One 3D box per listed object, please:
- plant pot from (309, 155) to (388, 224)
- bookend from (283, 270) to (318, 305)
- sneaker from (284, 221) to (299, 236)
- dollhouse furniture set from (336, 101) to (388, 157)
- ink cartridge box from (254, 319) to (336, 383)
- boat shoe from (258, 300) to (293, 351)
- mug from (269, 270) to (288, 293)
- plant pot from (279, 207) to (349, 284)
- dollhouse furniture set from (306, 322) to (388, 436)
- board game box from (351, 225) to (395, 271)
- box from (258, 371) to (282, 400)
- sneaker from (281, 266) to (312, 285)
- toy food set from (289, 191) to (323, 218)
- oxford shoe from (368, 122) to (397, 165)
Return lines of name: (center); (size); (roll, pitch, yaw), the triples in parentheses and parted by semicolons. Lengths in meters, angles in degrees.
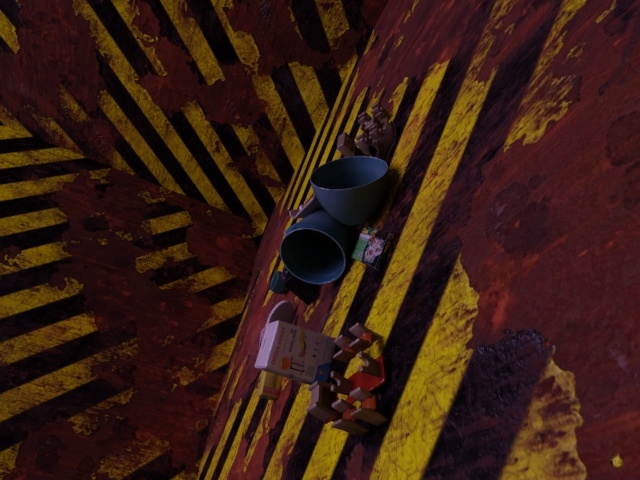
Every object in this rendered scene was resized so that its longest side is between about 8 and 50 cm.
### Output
plant pot: (0.120, -0.174, 1.630); (0.290, 0.291, 0.195); (-93, -7, -59)
bookend: (-0.084, 0.200, 1.996); (0.072, 0.157, 0.156); (-45, 9, 15)
sneaker: (-0.073, 0.038, 2.082); (0.127, 0.208, 0.319); (-26, 23, 4)
dollhouse furniture set: (0.220, -0.455, 1.940); (0.242, 0.161, 0.212); (-28, 38, 35)
ink cartridge box: (-0.091, 0.407, 1.543); (0.168, 0.233, 0.171); (142, 146, -64)
boat shoe: (-0.249, 0.451, 2.254); (0.340, 0.127, 0.158); (-67, 22, 7)
mug: (-0.235, 0.252, 2.557); (0.158, 0.098, 0.129); (-141, 72, -76)
plant pot: (0.000, 0.000, 1.790); (0.271, 0.272, 0.255); (-58, 4, 36)
dollhouse furniture set: (0.089, 0.409, 1.187); (0.259, 0.135, 0.262); (-45, 25, 32)
board game box: (0.182, 0.022, 1.524); (0.260, 0.030, 0.136); (-150, 80, -75)
box: (-0.226, 0.625, 2.016); (0.058, 0.087, 0.232); (-53, 20, 45)
sneaker: (-0.097, 0.201, 2.155); (0.267, 0.106, 0.101); (36, 100, 54)
toy food set: (0.012, -0.187, 1.878); (0.306, 0.220, 0.092); (-37, 65, 60)
oxford shoe: (0.249, -0.388, 1.732); (0.083, 0.096, 0.227); (145, 146, -68)
